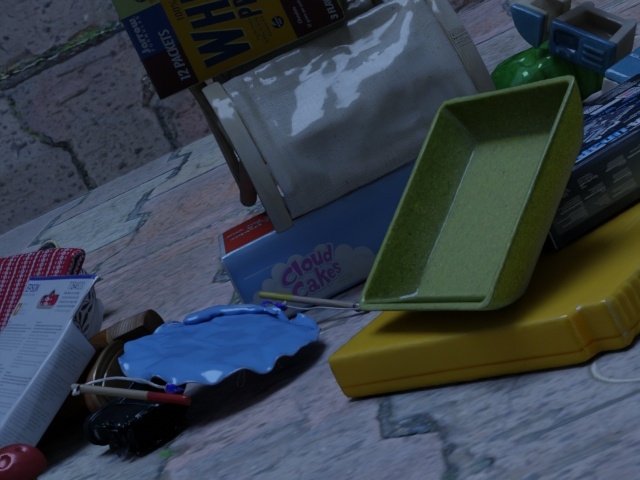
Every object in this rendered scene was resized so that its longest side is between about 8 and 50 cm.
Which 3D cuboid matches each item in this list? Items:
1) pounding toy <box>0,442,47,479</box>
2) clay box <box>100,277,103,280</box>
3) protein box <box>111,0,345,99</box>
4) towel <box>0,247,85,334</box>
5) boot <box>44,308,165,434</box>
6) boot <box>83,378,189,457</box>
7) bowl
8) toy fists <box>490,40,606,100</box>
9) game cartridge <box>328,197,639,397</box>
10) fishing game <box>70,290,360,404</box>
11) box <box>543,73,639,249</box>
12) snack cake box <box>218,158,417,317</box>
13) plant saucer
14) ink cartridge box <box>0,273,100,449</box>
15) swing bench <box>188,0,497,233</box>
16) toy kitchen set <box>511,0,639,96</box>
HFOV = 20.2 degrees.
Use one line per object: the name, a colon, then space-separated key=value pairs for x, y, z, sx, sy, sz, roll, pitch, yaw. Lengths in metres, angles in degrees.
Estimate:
pounding toy: x=-0.252 y=0.227 z=1.290 sx=0.237 sy=0.110 sz=0.183 roll=-24 pitch=10 yaw=8
clay box: x=-0.374 y=0.117 z=2.269 sx=0.222 sy=0.053 sz=0.127 roll=-29 pitch=11 yaw=-22
protein box: x=-0.093 y=-0.264 z=1.828 sx=0.201 sy=0.136 sz=0.200 roll=-23 pitch=17 yaw=8
towel: x=-0.341 y=0.106 z=2.007 sx=0.275 sy=0.031 sz=0.198 roll=-6 pitch=64 yaw=62
boot: x=-0.230 y=0.151 z=1.756 sx=0.152 sy=0.073 sz=0.197 roll=-31 pitch=10 yaw=18
boot: x=-0.149 y=0.148 z=1.606 sx=0.121 sy=0.045 sz=0.099 roll=-35 pitch=14 yaw=-30
bowl: x=-0.300 y=0.091 z=2.068 sx=0.170 sy=0.080 sz=0.170 roll=-45 pitch=35 yaw=45
toy fists: x=0.203 y=-0.144 z=2.050 sx=0.279 sy=0.096 sz=0.142 roll=-29 pitch=5 yaw=-12
game cartridge: x=0.200 y=0.016 z=1.414 sx=0.285 sy=0.052 sz=0.324 roll=-14 pitch=18 yaw=49
fishing game: x=-0.092 y=0.102 z=1.622 sx=0.189 sy=0.041 sz=0.264 roll=3 pitch=19 yaw=36
box: x=0.228 y=-0.070 z=1.470 sx=0.220 sy=0.051 sz=0.175 roll=-31 pitch=12 yaw=-17
snack cake box: x=0.030 y=-0.015 z=1.842 sx=0.264 sy=0.089 sz=0.152 roll=-26 pitch=12 yaw=0
plant saucer: x=0.122 y=-0.023 z=1.358 sx=0.188 sy=0.045 sz=0.188 roll=-4 pitch=59 yaw=62
ink cartridge box: x=-0.294 y=0.137 z=1.758 sx=0.224 sy=0.045 sz=0.223 roll=-59 pitch=21 yaw=-14
swing bench: x=0.016 y=-0.147 z=1.825 sx=0.253 sy=0.165 sz=0.255 roll=-27 pitch=11 yaw=-7
toy kitchen set: x=0.295 y=-0.255 z=1.918 sx=0.207 sy=0.166 sz=0.122 roll=27 pitch=43 yaw=29
